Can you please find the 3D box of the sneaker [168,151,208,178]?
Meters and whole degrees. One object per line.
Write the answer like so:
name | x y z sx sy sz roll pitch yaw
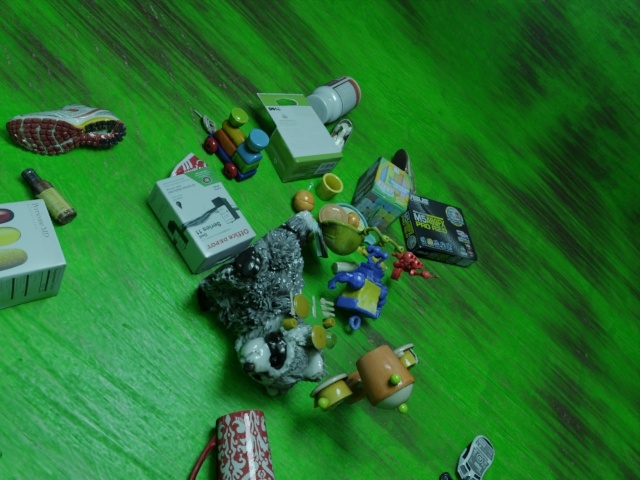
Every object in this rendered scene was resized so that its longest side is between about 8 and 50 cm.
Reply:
sneaker | -0.320 -0.167 1.121 0.067 0.042 0.118 33 44 -9

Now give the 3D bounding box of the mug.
mug | -0.151 0.401 0.811 0.150 0.113 0.169 11 52 -32

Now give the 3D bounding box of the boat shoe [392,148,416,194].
boat shoe | 0.302 -0.233 1.610 0.072 0.068 0.190 20 60 -40

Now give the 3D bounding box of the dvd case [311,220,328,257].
dvd case | 0.000 0.000 1.148 0.013 0.119 0.087 -11 84 7

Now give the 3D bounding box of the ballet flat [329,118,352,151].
ballet flat | 0.054 -0.329 1.484 0.072 0.068 0.213 34 47 -12

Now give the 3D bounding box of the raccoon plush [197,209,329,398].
raccoon plush | -0.052 0.121 1.010 0.299 0.216 0.446 54 48 -4

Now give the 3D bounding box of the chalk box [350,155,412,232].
chalk box | 0.183 -0.125 1.395 0.132 0.132 0.213 31 48 -14

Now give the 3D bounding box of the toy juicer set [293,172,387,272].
toy juicer set | 0.052 -0.033 1.267 0.209 0.089 0.329 -23 77 -43

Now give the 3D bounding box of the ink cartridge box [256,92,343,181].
ink cartridge box | -0.078 -0.314 1.362 0.188 0.097 0.255 -15 68 -41

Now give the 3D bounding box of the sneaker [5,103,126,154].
sneaker | -0.553 -0.247 0.994 0.225 0.088 0.093 -13 48 -41

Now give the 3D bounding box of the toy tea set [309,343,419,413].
toy tea set | 0.134 0.316 0.963 0.336 0.200 0.124 18 37 -60

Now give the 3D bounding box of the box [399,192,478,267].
box | 0.390 -0.035 1.532 0.270 0.060 0.216 13 55 -29

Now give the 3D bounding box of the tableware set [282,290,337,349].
tableware set | -0.018 0.160 0.881 0.154 0.024 0.104 23 55 -52

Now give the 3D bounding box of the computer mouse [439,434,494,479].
computer mouse | 0.368 0.566 1.121 0.106 0.042 0.193 49 51 9

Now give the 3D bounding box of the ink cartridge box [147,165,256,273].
ink cartridge box | -0.270 -0.049 1.045 0.153 0.087 0.208 -29 81 -43

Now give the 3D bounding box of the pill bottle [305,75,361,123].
pill bottle | 0.037 -0.467 1.529 0.121 0.121 0.221 46 46 0

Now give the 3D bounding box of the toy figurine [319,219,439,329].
toy figurine | 0.118 0.116 1.121 0.362 0.191 0.217 32 76 -48

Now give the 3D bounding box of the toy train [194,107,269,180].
toy train | -0.241 -0.294 1.194 0.248 0.143 0.105 52 45 5

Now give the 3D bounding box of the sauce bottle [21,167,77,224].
sauce bottle | -0.544 -0.090 0.909 0.128 0.042 0.042 48 45 3

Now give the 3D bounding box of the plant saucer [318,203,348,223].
plant saucer | 0.035 -0.063 1.229 0.083 0.013 0.084 6 65 -14

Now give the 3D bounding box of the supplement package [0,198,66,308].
supplement package | -0.570 0.037 0.737 0.244 0.134 0.139 -16 71 -41
